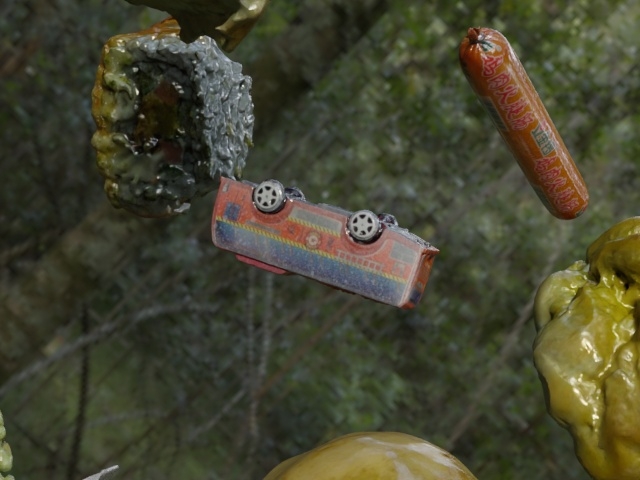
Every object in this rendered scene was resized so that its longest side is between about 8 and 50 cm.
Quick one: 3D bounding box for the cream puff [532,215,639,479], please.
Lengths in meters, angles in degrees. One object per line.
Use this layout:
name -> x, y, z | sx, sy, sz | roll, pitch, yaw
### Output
cream puff -> 0.390, 0.123, 1.533 | 0.291, 0.257, 0.324 | 39, 28, -14

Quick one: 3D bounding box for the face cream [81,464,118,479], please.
face cream -> -0.318, 0.330, 1.206 | 0.137, 0.234, 0.420 | 39, 17, 9

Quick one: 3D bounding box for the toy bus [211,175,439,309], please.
toy bus -> 0.000, 0.000, 1.217 | 0.192, 0.077, 0.065 | 17, 1, 18

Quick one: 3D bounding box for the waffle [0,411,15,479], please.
waffle -> -0.347, 0.169, 1.288 | 0.036, 0.184, 0.169 | -28, 107, -52

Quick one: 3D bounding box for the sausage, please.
sausage -> 0.210, -0.109, 1.464 | 0.053, 0.053, 0.348 | 50, 1, 39

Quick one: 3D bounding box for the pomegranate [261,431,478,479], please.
pomegranate -> 0.050, 0.338, 1.319 | 0.332, 0.332, 0.332 | 44, 7, -7

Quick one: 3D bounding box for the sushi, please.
sushi -> -0.186, -0.165, 1.798 | 0.184, 0.274, 0.139 | 1, 8, 21

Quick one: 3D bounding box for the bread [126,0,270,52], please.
bread -> -0.103, -0.303, 1.047 | 0.239, 0.252, 0.196 | 34, -7, -21
